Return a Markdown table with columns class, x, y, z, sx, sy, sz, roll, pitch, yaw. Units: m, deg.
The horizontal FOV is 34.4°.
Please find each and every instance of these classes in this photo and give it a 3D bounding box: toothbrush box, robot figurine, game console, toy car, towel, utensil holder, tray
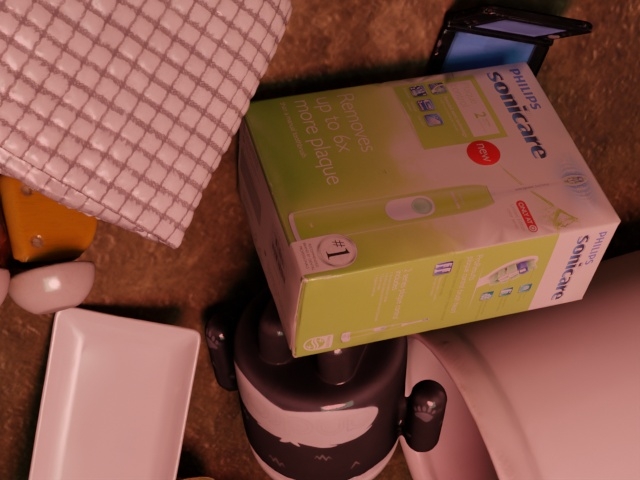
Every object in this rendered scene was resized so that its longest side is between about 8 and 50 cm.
| class | x | y | z | sx | sy | sz | roll | pitch | yaw |
| --- | --- | --- | --- | --- | --- | --- | --- | --- | --- |
| toothbrush box | 0.085 | -0.034 | 0.932 | 0.283 | 0.206 | 0.122 | -9 | 143 | -15 |
| robot figurine | 0.002 | 0.140 | 1.043 | 0.174 | 0.209 | 0.278 | -24 | 142 | -17 |
| game console | 0.177 | -0.175 | 0.979 | 0.122 | 0.107 | 0.071 | 3 | 93 | -25 |
| toy car | -0.286 | -0.010 | 0.864 | 0.136 | 0.159 | 0.182 | -18 | 171 | 43 |
| towel | -0.185 | -0.153 | 0.773 | 0.284 | 0.121 | 0.235 | 30 | 85 | -36 |
| utensil holder | 0.311 | 0.188 | 1.123 | 0.386 | 0.327 | 0.327 | -17 | 127 | -13 |
| tray | -0.212 | 0.205 | 1.037 | 0.145 | 0.030 | 0.270 | 11 | 97 | -2 |

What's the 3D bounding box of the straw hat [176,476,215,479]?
| class | x | y | z | sx | sy | sz | roll | pitch | yaw |
| --- | --- | --- | --- | --- | --- | --- | --- | --- | --- |
| straw hat | -0.187 | 0.269 | 1.139 | 0.145 | 0.061 | 0.144 | -21 | 154 | -11 |
